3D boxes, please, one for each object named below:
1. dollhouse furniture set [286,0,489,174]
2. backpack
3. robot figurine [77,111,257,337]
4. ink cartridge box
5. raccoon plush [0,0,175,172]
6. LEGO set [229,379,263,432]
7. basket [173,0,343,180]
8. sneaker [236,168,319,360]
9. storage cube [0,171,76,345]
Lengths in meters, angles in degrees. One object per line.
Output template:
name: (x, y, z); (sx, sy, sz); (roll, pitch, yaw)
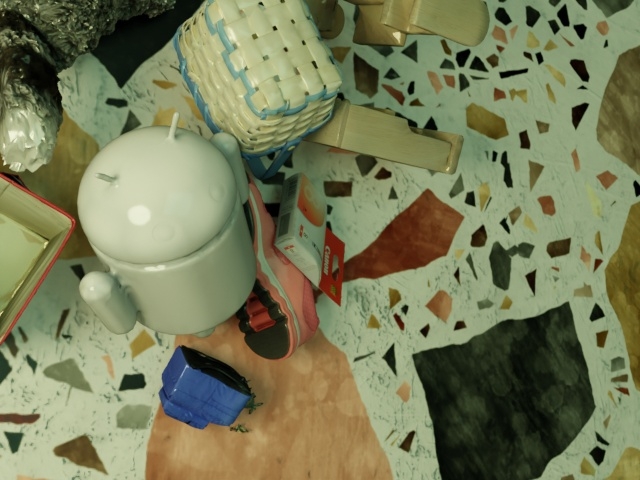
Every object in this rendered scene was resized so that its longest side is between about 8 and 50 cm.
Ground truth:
dollhouse furniture set: (0.123, -0.330, 1.284); (0.256, 0.362, 0.394); (9, 98, -39)
backpack: (-0.170, 0.222, 1.164); (0.120, 0.098, 0.101); (28, 98, -23)
robot figurine: (-0.197, -0.009, 1.050); (0.199, 0.353, 0.300); (23, 59, 20)
ink cartridge box: (0.000, 0.000, 1.268); (0.179, 0.045, 0.145); (43, 36, -34)
raccoon plush: (-0.306, -0.284, 1.098); (0.299, 0.216, 0.447); (1, 77, -34)
LEGO set: (-0.122, 0.256, 1.229); (0.054, 0.023, 0.083); (32, 80, -19)
basket: (-0.095, -0.233, 1.159); (0.201, 0.289, 0.255); (-27, 91, -27)
sneaker: (-0.091, 0.029, 1.251); (0.136, 0.116, 0.314); (-15, 85, -56)
storage cube: (-0.445, 0.019, 0.980); (0.183, 0.193, 0.215); (34, 66, -21)
